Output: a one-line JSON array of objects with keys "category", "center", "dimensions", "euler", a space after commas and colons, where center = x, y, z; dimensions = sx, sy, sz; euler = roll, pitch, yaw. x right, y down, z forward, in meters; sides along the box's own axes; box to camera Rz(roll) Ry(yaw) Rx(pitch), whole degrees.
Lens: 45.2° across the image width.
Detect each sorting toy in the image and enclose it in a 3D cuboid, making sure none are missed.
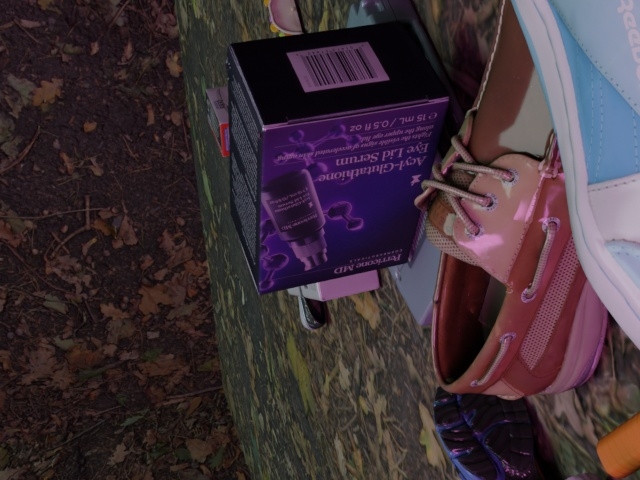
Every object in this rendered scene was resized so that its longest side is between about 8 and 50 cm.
[{"category": "sorting toy", "center": [-0.050, -0.320, 1.130], "dimensions": [0.075, 0.044, 0.083], "euler": [55, -159, -78]}]

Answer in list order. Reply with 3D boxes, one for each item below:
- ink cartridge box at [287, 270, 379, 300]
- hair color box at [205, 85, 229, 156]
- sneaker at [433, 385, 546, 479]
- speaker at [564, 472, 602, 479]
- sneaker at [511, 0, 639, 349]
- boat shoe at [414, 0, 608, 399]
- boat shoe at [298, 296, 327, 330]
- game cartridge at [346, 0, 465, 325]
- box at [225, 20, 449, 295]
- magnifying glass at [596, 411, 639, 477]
[{"category": "ink cartridge box", "center": [0.000, 0.000, 1.062], "dimensions": [0.203, 0.085, 0.148], "euler": [178, 81, -76]}, {"category": "hair color box", "center": [-0.057, -0.166, 0.994], "dimensions": [0.093, 0.167, 0.053], "euler": [-116, 21, -47]}, {"category": "sneaker", "center": [0.155, 0.208, 0.653], "dimensions": [0.087, 0.083, 0.221], "euler": [81, 172, -46]}, {"category": "speaker", "center": [0.205, 0.224, 0.515], "dimensions": [0.136, 0.055, 0.055], "euler": [-120, 24, -53]}, {"category": "sneaker", "center": [0.154, -0.083, 0.270], "dimensions": [0.208, 0.127, 0.319], "euler": [77, 175, -68]}, {"category": "boat shoe", "center": [0.127, -0.021, 0.501], "dimensions": [0.123, 0.116, 0.325], "euler": [-126, 29, -59]}, {"category": "boat shoe", "center": [-0.018, 0.078, 1.283], "dimensions": [0.040, 0.049, 0.142], "euler": [-21, 82, 56]}, {"category": "game cartridge", "center": [0.084, -0.079, 0.756], "dimensions": [0.198, 0.062, 0.297], "euler": [97, 157, -61]}, {"category": "box", "center": [0.005, -0.066, 0.664], "dimensions": [0.207, 0.153, 0.108], "euler": [95, 158, -50]}, {"category": "magnifying glass", "center": [0.216, 0.089, 0.432], "dimensions": [0.231, 0.026, 0.092], "euler": [102, 153, -58]}]
